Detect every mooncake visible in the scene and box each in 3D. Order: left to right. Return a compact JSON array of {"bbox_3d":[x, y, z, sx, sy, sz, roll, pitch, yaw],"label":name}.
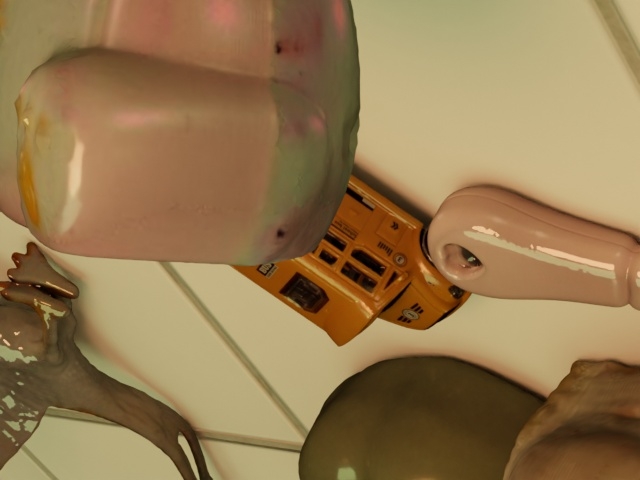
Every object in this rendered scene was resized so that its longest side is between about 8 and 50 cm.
[{"bbox_3d":[0.103,0.203,1.179,0.275,0.135,0.275,28,150,17],"label":"mooncake"}]

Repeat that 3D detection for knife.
[{"bbox_3d":[0.217,0.015,0.894,0.336,0.043,0.081,9,137,26],"label":"knife"}]

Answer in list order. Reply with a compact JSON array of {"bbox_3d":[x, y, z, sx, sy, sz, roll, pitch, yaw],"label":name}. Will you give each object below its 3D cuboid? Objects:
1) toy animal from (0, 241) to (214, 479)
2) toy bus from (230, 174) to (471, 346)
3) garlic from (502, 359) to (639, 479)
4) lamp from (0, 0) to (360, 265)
[{"bbox_3d":[-0.222,0.141,1.410,0.284,0.225,0.302,11,137,1],"label":"toy animal"},{"bbox_3d":[0.000,0.000,1.009,0.194,0.088,0.083,35,150,-3],"label":"toy bus"},{"bbox_3d":[0.269,0.224,0.950,0.340,0.231,0.246,41,148,-4],"label":"garlic"},{"bbox_3d":[-0.027,-0.147,0.639,0.247,0.301,0.247,4,-172,-28],"label":"lamp"}]
